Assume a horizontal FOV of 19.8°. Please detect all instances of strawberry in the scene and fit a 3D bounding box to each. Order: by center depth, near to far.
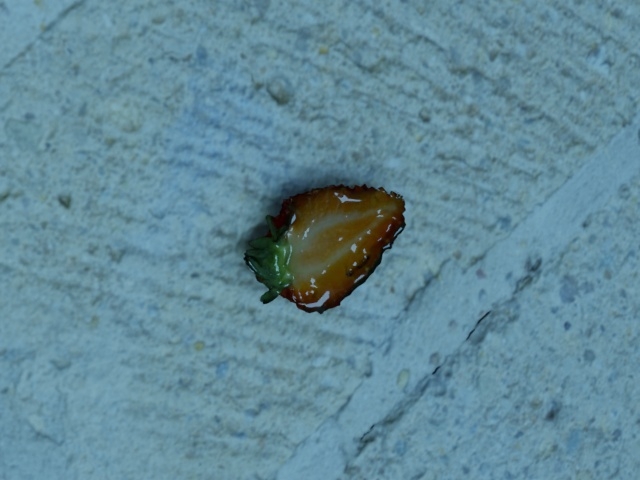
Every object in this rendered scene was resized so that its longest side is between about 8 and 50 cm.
[{"bbox_3d":[-0.003,0.001,2.070,0.140,0.085,0.192,36,81,-26],"label":"strawberry"}]
